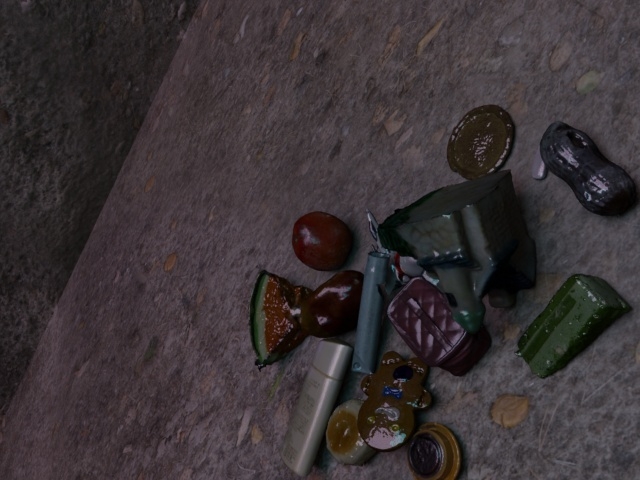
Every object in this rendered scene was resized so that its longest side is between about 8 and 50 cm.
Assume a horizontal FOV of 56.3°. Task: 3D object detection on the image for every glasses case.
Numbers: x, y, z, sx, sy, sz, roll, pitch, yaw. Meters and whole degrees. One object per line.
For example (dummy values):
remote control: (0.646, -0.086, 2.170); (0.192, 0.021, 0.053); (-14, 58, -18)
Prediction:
glasses case: (0.494, -0.176, 1.336); (0.032, 0.021, 0.083); (8, 81, 50)

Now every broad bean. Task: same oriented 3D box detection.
broad bean: (0.040, 0.174, 1.574); (0.228, 0.156, 0.122); (-44, 43, 18)

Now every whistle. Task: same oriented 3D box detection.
whistle: (0.125, 0.184, 1.492); (0.062, 0.062, 0.312); (19, 105, 48)

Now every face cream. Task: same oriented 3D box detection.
face cream: (-0.011, 0.419, 1.568); (0.173, 0.081, 0.349); (-167, 97, -75)

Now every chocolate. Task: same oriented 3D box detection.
chocolate: (0.538, -0.146, 1.223); (0.110, 0.110, 0.248); (-44, 48, 25)

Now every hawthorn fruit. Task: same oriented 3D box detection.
hawthorn fruit: (0.000, 0.000, 1.672); (0.173, 0.173, 0.173); (-19, 62, 40)

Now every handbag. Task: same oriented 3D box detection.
handbag: (0.264, 0.190, 1.352); (0.146, 0.135, 0.225); (-50, 45, 16)

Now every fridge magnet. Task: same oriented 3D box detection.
fridge magnet: (0.244, 0.473, 1.315); (0.143, 0.063, 0.143); (-20, 63, 43)

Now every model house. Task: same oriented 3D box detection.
model house: (0.308, 0.031, 1.255); (0.243, 0.298, 0.284); (-18, 99, 43)

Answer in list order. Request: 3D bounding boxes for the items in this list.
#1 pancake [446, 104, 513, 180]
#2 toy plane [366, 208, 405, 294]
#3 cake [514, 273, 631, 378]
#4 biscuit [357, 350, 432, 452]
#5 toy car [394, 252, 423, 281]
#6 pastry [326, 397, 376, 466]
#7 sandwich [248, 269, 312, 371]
pancake: (0.389, -0.241, 1.472); (0.199, 0.021, 0.199); (-20, 61, 42)
toy plane: (0.173, 0.027, 1.547); (0.160, 0.082, 0.234); (-29, 67, 46)
cake: (0.498, 0.173, 1.193); (0.100, 0.099, 0.235); (59, 138, 39)
biscuit: (0.168, 0.372, 1.389); (0.180, 0.039, 0.236); (6, 61, 31)
toy car: (0.242, 0.048, 1.416); (0.139, 0.112, 0.112); (3, 82, 14)
pastry: (0.082, 0.468, 1.469); (0.166, 0.088, 0.166); (-21, 58, 38)
sandwich: (-0.114, 0.218, 1.758); (0.212, 0.109, 0.292); (-34, 55, 24)
